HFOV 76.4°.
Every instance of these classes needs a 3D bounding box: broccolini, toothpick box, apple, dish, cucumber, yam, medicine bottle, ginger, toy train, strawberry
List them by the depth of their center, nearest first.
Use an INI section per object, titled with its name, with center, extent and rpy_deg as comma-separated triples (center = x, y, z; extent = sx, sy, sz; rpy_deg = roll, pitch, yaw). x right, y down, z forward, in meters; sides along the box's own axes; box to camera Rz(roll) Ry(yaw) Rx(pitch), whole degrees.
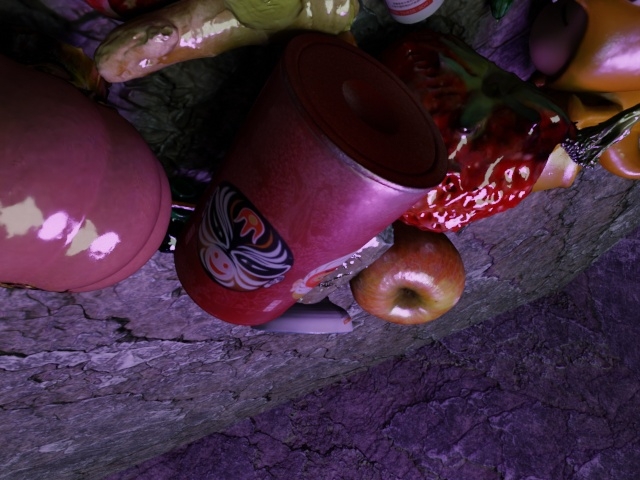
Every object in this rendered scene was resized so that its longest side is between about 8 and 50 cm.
[ginger]
center = -0.083, -0.226, 0.415
extent = 0.295, 0.131, 0.086
rpy_deg = -28, 131, -22
[medicine bottle]
center = 0.094, -0.331, 0.469
extent = 0.079, 0.079, 0.140
rpy_deg = -35, 149, 14
[toothpick box]
center = -0.035, -0.047, 0.508
extent = 0.204, 0.204, 0.333
rpy_deg = 0, 150, -39
[broccolini]
center = 0.424, -0.174, 0.518
extent = 0.058, 0.067, 0.216
rpy_deg = 24, 131, -40
[cucumber]
center = 0.264, -0.383, 0.567
extent = 0.039, 0.039, 0.168
rpy_deg = -23, 148, -7
[strawberry]
center = 0.163, -0.135, 0.620
extent = 0.292, 0.291, 0.310
rpy_deg = 2, 138, -40
[toy train]
center = -0.196, -0.018, 0.674
extent = 0.228, 0.136, 0.091
rpy_deg = 7, 136, -47
[yam]
center = 0.003, 0.004, 0.823
extent = 0.271, 0.201, 0.202
rpy_deg = -34, 149, 25
[apple]
center = 0.217, 0.067, 1.050
extent = 0.278, 0.250, 0.309
rpy_deg = -23, 132, 24
[dish]
center = -0.048, 0.177, 1.106
extent = 0.274, 0.133, 0.273
rpy_deg = 2, 170, 0

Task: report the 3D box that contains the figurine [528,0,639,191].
[figurine]
center = 0.506, -0.271, 0.642
extent = 0.401, 0.268, 0.387
rpy_deg = -7, 144, 11

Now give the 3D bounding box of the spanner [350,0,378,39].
[spanner]
center = 0.016, -0.331, 0.472
extent = 0.054, 0.015, 0.254
rpy_deg = -34, 150, 8

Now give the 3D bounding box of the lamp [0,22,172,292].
[lamp]
center = -0.298, -0.077, 0.400
extent = 0.306, 0.239, 0.305
rpy_deg = 16, 169, 3

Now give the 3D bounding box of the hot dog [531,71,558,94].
[hot dog]
center = 0.511, -0.317, 0.840
extent = 0.236, 0.062, 0.092
rpy_deg = -18, 152, -14

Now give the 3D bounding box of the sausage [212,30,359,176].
[sausage]
center = -0.047, -0.175, 0.604
extent = 0.103, 0.076, 0.302
rpy_deg = 12, 132, -48

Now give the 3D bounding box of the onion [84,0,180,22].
[onion]
center = -0.171, -0.276, 0.340
extent = 0.150, 0.140, 0.150
rpy_deg = -46, -171, 9
